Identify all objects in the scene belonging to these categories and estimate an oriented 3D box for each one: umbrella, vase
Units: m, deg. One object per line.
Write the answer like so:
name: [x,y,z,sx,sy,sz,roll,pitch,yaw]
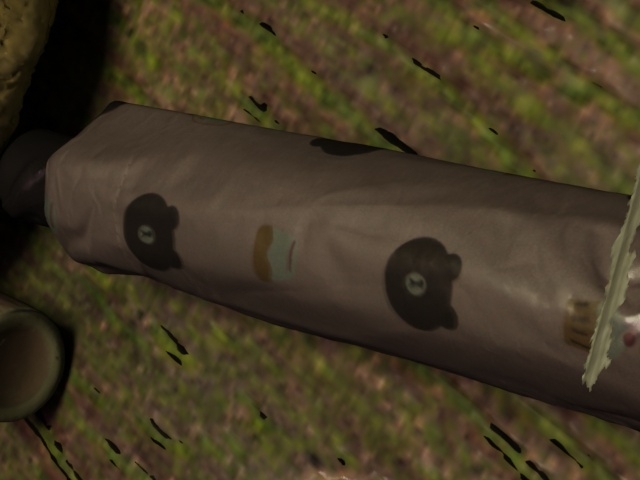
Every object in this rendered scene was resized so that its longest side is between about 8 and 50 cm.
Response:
umbrella: [0.000,0.000,0.612,0.337,0.067,0.073,14,134,39]
vase: [-0.163,0.042,0.749,0.101,0.053,0.053,19,95,43]

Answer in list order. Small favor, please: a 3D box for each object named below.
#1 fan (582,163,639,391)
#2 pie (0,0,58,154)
fan: [0.114,-0.113,0.473,0.191,0.009,0.329,148,142,-72]
pie: [-0.229,-0.106,0.787,0.337,0.075,0.337,-14,64,31]
